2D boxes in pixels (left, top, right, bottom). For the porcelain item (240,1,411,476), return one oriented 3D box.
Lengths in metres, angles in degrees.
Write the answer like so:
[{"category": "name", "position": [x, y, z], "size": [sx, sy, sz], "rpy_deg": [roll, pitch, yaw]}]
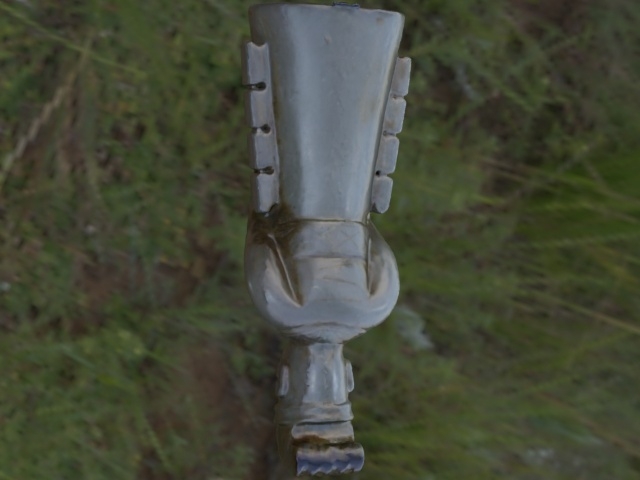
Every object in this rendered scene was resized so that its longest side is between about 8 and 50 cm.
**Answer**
[{"category": "porcelain item", "position": [0.000, 0.000, 0.831], "size": [0.084, 0.054, 0.213], "rpy_deg": [1, 91, -19]}]
